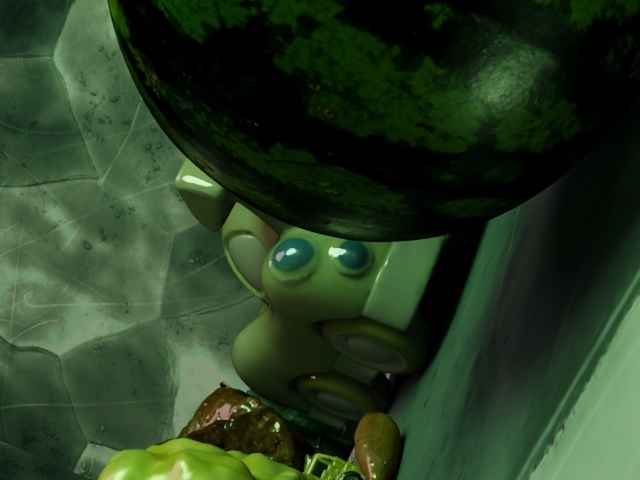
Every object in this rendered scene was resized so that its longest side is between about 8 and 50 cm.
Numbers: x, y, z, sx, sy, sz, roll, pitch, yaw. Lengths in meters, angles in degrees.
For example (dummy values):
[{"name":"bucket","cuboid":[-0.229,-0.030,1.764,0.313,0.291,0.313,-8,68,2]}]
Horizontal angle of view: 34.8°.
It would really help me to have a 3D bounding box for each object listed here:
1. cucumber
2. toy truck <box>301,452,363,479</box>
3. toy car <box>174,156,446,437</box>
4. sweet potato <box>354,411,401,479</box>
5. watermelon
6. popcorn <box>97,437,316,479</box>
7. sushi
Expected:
[{"name":"cucumber","cuboid":[-0.005,0.174,1.166,0.191,0.130,0.191,-60,-5,-8]},{"name":"toy truck","cuboid":[0.001,0.215,0.834,0.049,0.054,0.083,109,-175,-67]},{"name":"toy car","cuboid":[0.000,0.000,0.888,0.336,0.226,0.242,113,180,-66]},{"name":"sweet potato","cuboid":[0.040,0.144,0.707,0.095,0.034,0.034,-93,24,-68]},{"name":"watermelon","cuboid":[0.035,-0.133,0.438,0.269,0.268,0.269,23,-90,-89]},{"name":"popcorn","cuboid":[-0.063,0.219,0.530,0.225,0.173,0.286,-45,-28,-45]},{"name":"sushi","cuboid":[-0.074,0.237,0.939,0.179,0.166,0.296,-54,-10,-9]}]
